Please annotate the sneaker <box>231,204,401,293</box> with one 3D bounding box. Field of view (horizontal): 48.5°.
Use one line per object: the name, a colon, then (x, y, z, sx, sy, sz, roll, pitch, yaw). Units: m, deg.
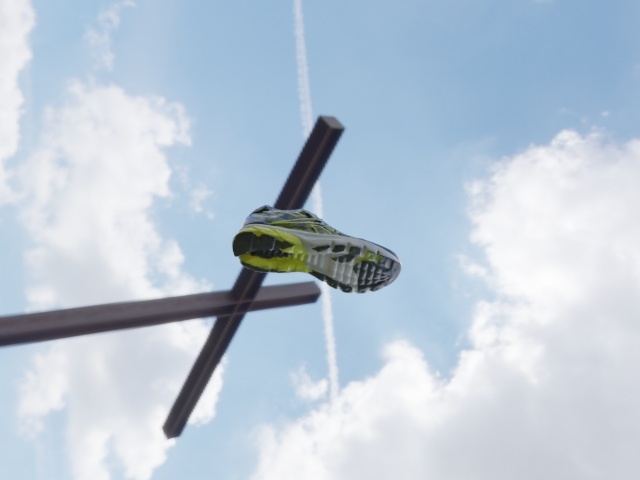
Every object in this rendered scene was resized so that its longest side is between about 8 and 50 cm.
sneaker: (0.000, 0.000, 0.349, 0.035, 0.083, 0.031, -84, -170, -51)
